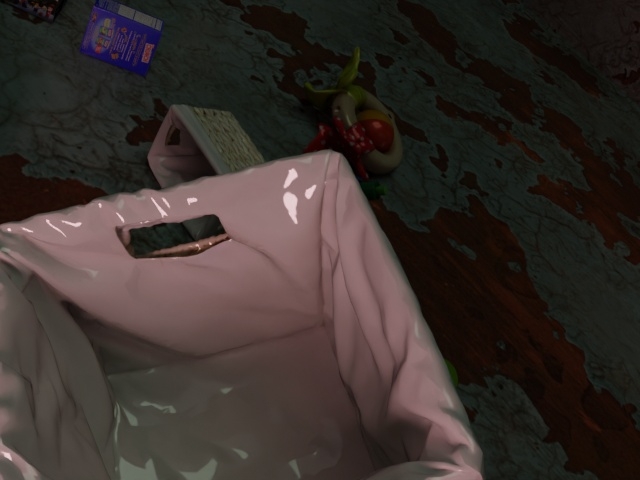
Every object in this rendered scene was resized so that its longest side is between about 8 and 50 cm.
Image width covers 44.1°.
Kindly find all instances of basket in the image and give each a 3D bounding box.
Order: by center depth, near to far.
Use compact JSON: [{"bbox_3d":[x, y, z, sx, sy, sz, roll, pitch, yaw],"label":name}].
[{"bbox_3d":[-0.083,0.144,0.677,0.328,0.266,0.331,-14,53,-9],"label":"basket"},{"bbox_3d":[-0.146,-0.095,1.089,0.103,0.113,0.167,-10,55,-44],"label":"basket"}]

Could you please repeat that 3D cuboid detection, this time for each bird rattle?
[{"bbox_3d":[0.074,-0.195,1.350,0.207,0.143,0.253,24,39,-38],"label":"bird rattle"}]

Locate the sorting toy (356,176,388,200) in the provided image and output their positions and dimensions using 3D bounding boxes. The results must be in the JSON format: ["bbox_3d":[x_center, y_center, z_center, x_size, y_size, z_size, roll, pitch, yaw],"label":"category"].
[{"bbox_3d":[0.000,0.000,1.043,0.126,0.127,0.365,-1,28,27],"label":"sorting toy"}]

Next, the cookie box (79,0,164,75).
[{"bbox_3d":[-0.307,-0.316,1.227,0.107,0.092,0.040,19,44,-19],"label":"cookie box"}]

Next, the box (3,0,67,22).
[{"bbox_3d":[-0.476,-0.459,1.296,0.159,0.044,0.233,22,39,-15],"label":"box"}]

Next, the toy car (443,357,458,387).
[{"bbox_3d":[0.034,0.181,0.908,0.188,0.155,0.149,-16,58,-30],"label":"toy car"}]
